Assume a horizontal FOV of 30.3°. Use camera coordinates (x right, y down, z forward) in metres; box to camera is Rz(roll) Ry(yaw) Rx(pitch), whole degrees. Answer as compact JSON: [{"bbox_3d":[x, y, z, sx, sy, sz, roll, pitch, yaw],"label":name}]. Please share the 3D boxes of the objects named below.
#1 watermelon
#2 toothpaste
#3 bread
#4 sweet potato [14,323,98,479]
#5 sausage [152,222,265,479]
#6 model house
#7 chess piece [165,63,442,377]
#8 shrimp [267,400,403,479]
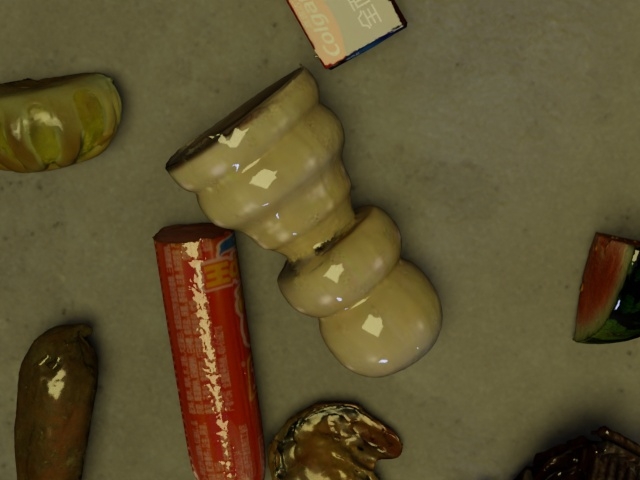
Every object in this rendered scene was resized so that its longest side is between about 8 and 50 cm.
[{"bbox_3d":[0.250,0.035,0.992,0.135,0.125,0.094,-48,63,31],"label":"watermelon"},{"bbox_3d":[-0.039,-0.295,0.952,0.076,0.066,0.320,-28,98,11],"label":"toothpaste"},{"bbox_3d":[-0.246,-0.098,1.004,0.157,0.094,0.083,-8,97,0],"label":"bread"},{"bbox_3d":[-0.242,0.205,1.076,0.075,0.075,0.273,6,104,5],"label":"sweet potato"},{"bbox_3d":[-0.092,0.122,1.039,0.074,0.074,0.274,-5,101,7],"label":"sausage"},{"bbox_3d":[0.243,0.256,1.013,0.203,0.141,0.164,40,91,-21],"label":"model house"},{"bbox_3d":[0.000,0.000,0.982,0.143,0.143,0.261,-32,103,12],"label":"chess piece"},{"bbox_3d":[0.065,0.252,1.053,0.262,0.066,0.117,40,103,-4],"label":"shrimp"}]
